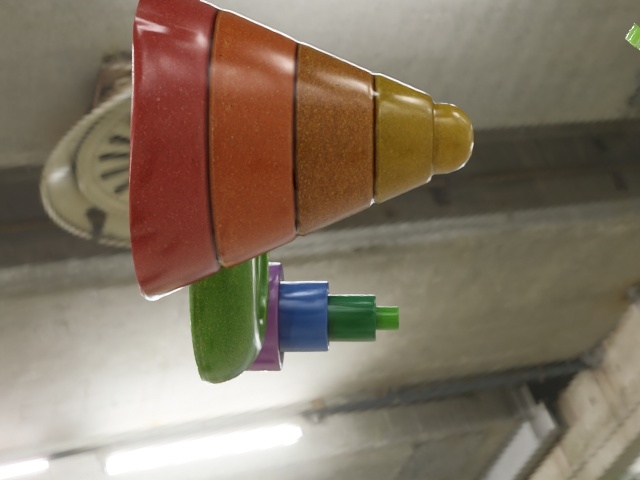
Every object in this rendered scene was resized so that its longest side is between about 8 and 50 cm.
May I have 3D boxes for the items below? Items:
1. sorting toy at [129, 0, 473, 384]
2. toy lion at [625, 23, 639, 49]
[{"bbox_3d":[0.000,0.000,0.569,0.126,0.127,0.365,0,-18,2],"label":"sorting toy"},{"bbox_3d":[0.277,-0.128,0.895,0.100,0.096,0.034,29,-72,-9],"label":"toy lion"}]
